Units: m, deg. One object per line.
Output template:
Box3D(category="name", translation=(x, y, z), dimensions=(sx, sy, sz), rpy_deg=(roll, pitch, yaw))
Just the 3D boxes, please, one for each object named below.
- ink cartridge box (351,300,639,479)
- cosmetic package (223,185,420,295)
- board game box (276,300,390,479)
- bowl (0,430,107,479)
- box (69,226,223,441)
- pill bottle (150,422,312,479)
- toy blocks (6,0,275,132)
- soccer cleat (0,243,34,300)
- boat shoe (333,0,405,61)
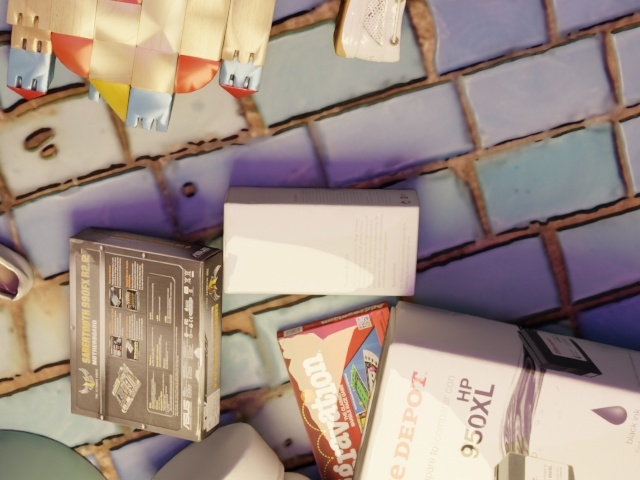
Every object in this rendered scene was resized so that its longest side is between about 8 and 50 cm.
Box3D(category="ink cartridge box", translation=(0.244, 0.262, 1.780), dimensions=(0.395, 0.166, 0.285), rpy_deg=(12, 105, 2))
Box3D(category="cosmetic package", translation=(0.000, 0.000, 1.811), dimensions=(0.231, 0.085, 0.117), rpy_deg=(2, 107, -1))
Box3D(category="board game box", translation=(0.053, 0.226, 1.910), dimensions=(0.145, 0.027, 0.281), rpy_deg=(-16, 107, 3))
Box3D(category="bowl", translation=(-0.397, 0.408, 1.874), dimensions=(0.311, 0.163, 0.311), rpy_deg=(-1, 106, -3))
Box3D(category="box", translation=(-0.209, 0.111, 1.811), dimensions=(0.183, 0.056, 0.231), rpy_deg=(9, 108, 23))
Box3D(category="pill bottle", translation=(-0.044, 0.431, 1.865), dimensions=(0.224, 0.224, 0.392), rpy_deg=(-35, 105, 7))
Box3D(category="toy blocks", translation=(-0.199, -0.248, 1.697), dimensions=(0.381, 0.191, 0.261), rpy_deg=(9, 118, -5))
Box3D(category="soccer cleat", translation=(-0.430, 0.010, 1.796), dimensions=(0.196, 0.076, 0.068), rpy_deg=(28, 103, -10))
Box3D(category="boat shoe", translation=(0.089, -0.334, 1.712), dimensions=(0.096, 0.098, 0.277), rpy_deg=(12, 115, -7))
